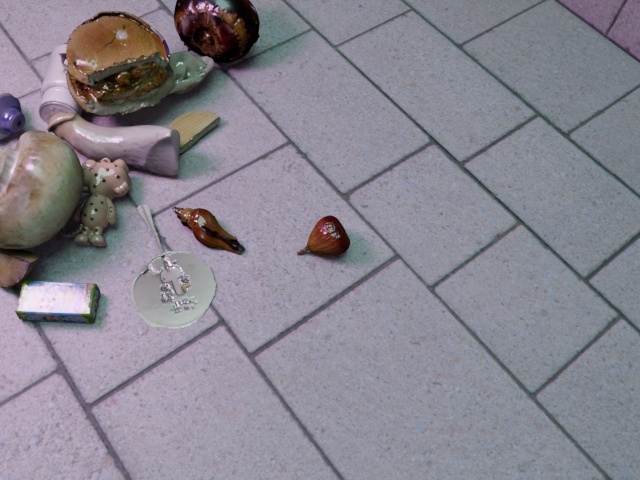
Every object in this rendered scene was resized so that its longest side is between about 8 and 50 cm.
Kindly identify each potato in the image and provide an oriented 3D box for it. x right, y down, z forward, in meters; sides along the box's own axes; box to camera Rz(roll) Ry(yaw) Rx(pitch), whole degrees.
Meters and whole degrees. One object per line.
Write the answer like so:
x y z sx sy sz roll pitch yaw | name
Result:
-0.810 0.074 1.681 0.172 0.089 0.100 9 100 24 | potato

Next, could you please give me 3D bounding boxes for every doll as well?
-0.647 -0.115 1.806 0.154 0.119 0.278 12 68 4 | doll

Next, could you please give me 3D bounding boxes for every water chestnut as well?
-0.341 -0.762 2.125 0.300 0.300 0.300 2 58 -4 | water chestnut

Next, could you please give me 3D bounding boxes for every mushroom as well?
-0.798 -0.137 1.674 0.260 0.352 0.352 32 48 -39 | mushroom
-0.621 -0.301 1.882 0.397 0.177 0.126 7 56 4 | mushroom

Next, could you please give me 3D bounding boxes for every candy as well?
-0.695 0.163 1.652 0.195 0.062 0.097 3 58 -5 | candy

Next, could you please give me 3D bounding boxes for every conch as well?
-0.328 -0.036 1.798 0.233 0.080 0.086 40 71 17 | conch

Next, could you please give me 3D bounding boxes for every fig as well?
0.007 -0.012 1.796 0.153 0.119 0.119 -4 59 -6 | fig

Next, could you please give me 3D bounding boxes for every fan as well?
-0.440 0.064 1.763 0.233 0.012 0.414 -17 64 -16 | fan

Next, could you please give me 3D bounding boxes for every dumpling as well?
-0.470 -0.556 2.073 0.250 0.132 0.162 -20 59 -16 | dumpling

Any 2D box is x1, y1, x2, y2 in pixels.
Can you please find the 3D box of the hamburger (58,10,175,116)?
-0.625 -0.548 1.903 0.318 0.195 0.276 -21 63 -24 | hamburger

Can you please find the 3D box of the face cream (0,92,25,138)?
-1.116 -0.421 1.931 0.420 0.137 0.235 17 38 9 | face cream

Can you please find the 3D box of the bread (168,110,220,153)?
-0.429 -0.361 2.015 0.112 0.036 0.193 34 64 21 | bread

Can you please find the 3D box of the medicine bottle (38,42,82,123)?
-0.814 -0.494 1.995 0.143 0.143 0.258 1 57 -5 | medicine bottle
